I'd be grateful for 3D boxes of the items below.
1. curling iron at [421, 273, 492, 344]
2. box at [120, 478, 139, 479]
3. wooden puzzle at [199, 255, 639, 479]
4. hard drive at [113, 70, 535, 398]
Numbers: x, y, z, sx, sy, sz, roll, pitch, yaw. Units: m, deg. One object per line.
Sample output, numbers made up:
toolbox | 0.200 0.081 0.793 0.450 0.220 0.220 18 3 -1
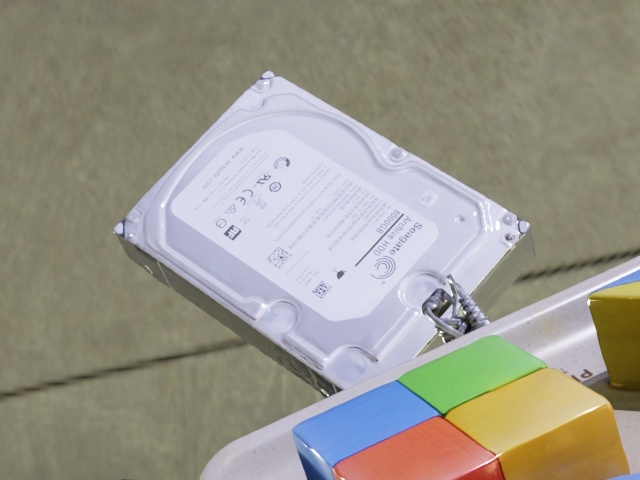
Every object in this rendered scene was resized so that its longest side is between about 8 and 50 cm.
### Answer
curling iron | 0.148 0.087 1.118 0.035 0.068 0.274 -47 140 9
box | -0.173 0.463 1.758 0.143 0.191 0.381 10 100 -10
wooden puzzle | 0.144 0.078 0.586 0.322 0.348 0.080 -23 114 -15
hard drive | 0.000 0.000 1.597 0.237 0.339 0.064 -47 150 -16
